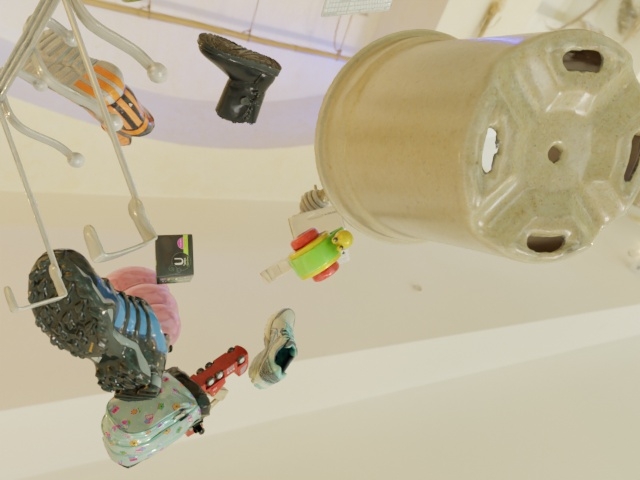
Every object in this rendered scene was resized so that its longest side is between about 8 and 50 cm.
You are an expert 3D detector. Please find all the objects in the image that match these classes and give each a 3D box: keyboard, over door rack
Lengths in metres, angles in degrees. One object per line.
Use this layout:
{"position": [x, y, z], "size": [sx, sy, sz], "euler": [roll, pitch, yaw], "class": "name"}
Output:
{"position": [0.102, -0.598, 1.050], "size": [0.256, 0.072, 0.014], "euler": [-28, -109, -36], "class": "keyboard"}
{"position": [-0.270, -0.103, 0.474], "size": [0.108, 0.239, 0.324], "euler": [1, -109, -50], "class": "over door rack"}

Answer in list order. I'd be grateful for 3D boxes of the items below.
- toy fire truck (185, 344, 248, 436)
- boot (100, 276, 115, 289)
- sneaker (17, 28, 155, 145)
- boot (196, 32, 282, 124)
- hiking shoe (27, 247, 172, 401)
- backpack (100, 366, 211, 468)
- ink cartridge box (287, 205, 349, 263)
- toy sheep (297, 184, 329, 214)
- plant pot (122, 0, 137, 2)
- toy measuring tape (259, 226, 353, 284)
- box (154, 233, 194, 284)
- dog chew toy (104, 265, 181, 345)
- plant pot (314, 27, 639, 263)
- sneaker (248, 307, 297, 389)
{"position": [-0.247, 0.344, 0.983], "size": [0.047, 0.135, 0.192], "euler": [27, -140, 33], "class": "toy fire truck"}
{"position": [-0.400, 0.112, 0.770], "size": [0.106, 0.114, 0.037], "euler": [9, -137, 22], "class": "boot"}
{"position": [-0.459, -0.287, 0.846], "size": [0.321, 0.180, 0.124], "euler": [38, -104, 25], "class": "sneaker"}
{"position": [-0.250, -0.432, 1.177], "size": [0.246, 0.207, 0.094], "euler": [5, -134, -39], "class": "boot"}
{"position": [-0.341, 0.124, 0.678], "size": [0.113, 0.304, 0.132], "euler": [-9, -146, 7], "class": "hiking shoe"}
{"position": [-0.318, 0.325, 0.800], "size": [0.152, 0.115, 0.182], "euler": [25, -150, 29], "class": "backpack"}
{"position": [0.000, 0.000, 1.231], "size": [0.148, 0.203, 0.086], "euler": [-15, -119, 0], "class": "ink cartridge box"}
{"position": [-0.022, -0.112, 1.287], "size": [0.091, 0.132, 0.091], "euler": [30, -142, -27], "class": "toy sheep"}
{"position": [-0.350, -0.589, 0.724], "size": [0.275, 0.293, 0.274], "euler": [-10, -137, 9], "class": "plant pot"}
{"position": [-0.057, 0.055, 0.972], "size": [0.121, 0.330, 0.121], "euler": [25, -128, -37], "class": "toy measuring tape"}
{"position": [-0.216, 0.029, 0.625], "size": [0.052, 0.083, 0.062], "euler": [-3, -102, -21], "class": "box"}
{"position": [-0.481, 0.195, 1.144], "size": [0.207, 0.206, 0.332], "euler": [-11, -159, -38], "class": "dog chew toy"}
{"position": [0.190, -0.118, 0.537], "size": [0.334, 0.333, 0.305], "euler": [10, -169, -17], "class": "plant pot"}
{"position": [-0.112, 0.325, 1.315], "size": [0.110, 0.122, 0.283], "euler": [47, -143, -26], "class": "sneaker"}
